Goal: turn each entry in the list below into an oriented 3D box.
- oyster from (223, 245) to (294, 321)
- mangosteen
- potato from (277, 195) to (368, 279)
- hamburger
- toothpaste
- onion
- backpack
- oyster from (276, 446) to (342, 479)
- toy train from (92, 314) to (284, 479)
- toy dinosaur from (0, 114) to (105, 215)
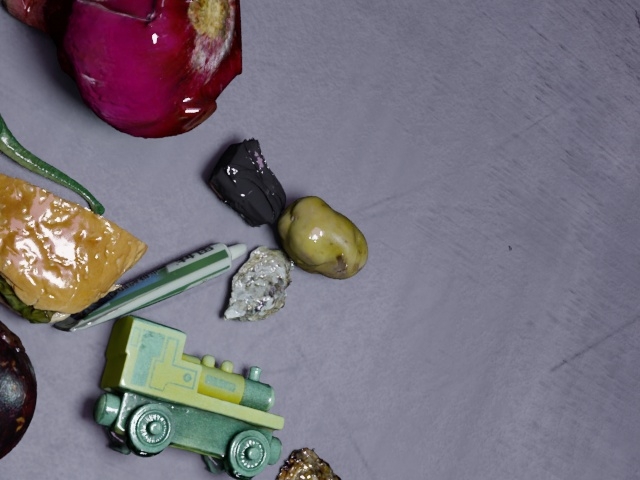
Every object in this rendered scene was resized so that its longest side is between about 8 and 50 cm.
[{"bbox_3d":[-0.117,0.095,1.792,0.125,0.064,0.177,29,70,-19],"label":"oyster"},{"bbox_3d":[-0.587,0.237,1.406,0.288,0.288,0.288,3,84,-29],"label":"mangosteen"},{"bbox_3d":[0.003,-0.004,1.803,0.200,0.154,0.137,33,70,-40],"label":"potato"},{"bbox_3d":[-0.469,0.036,1.547,0.330,0.162,0.209,24,73,-30],"label":"hamburger"},{"bbox_3d":[-0.299,0.082,1.681,0.392,0.099,0.061,-24,103,-32],"label":"toothpaste"},{"bbox_3d":[-0.352,-0.375,1.598,0.420,0.398,0.398,2,82,14],"label":"onion"},{"bbox_3d":[-0.141,-0.104,1.773,0.165,0.106,0.120,61,39,-28],"label":"backpack"},{"bbox_3d":[-0.005,0.493,1.821,0.105,0.056,0.177,-44,101,-33],"label":"oyster"},{"bbox_3d":[-0.225,0.298,1.671,0.369,0.150,0.237,22,69,-27],"label":"toy train"},{"bbox_3d":[-0.554,-0.228,1.577,0.301,0.087,0.447,-14,88,-41],"label":"toy dinosaur"}]
